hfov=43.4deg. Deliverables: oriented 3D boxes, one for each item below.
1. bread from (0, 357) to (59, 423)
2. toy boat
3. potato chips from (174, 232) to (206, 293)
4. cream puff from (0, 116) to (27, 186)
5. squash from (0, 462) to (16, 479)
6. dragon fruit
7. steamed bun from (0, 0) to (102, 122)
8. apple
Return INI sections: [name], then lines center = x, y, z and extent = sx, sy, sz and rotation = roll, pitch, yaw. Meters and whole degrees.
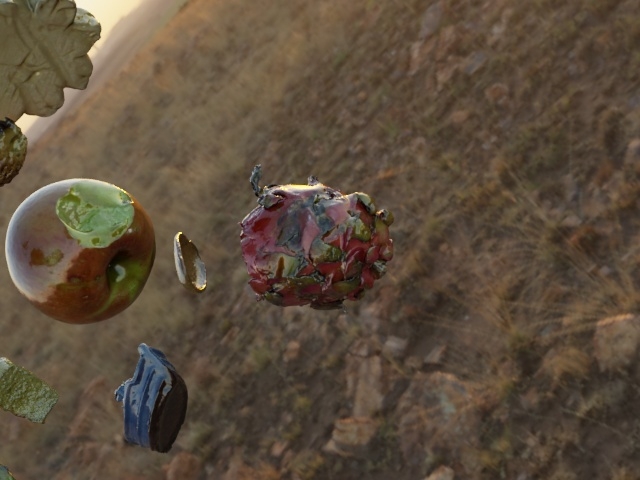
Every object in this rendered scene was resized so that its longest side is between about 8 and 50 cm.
[bread]
center = -0.615, 0.304, 1.635
extent = 0.086, 0.156, 0.125
rotation = -55, 27, -14
[toy boat]
center = -0.348, 0.315, 1.601
extent = 0.129, 0.142, 0.309
rotation = -43, -25, -43
[potato chips]
center = -0.345, 0.063, 2.080
extent = 0.049, 0.150, 0.201
rotation = -20, 37, 7
[cream puff]
center = -0.542, -0.138, 1.320
extent = 0.119, 0.104, 0.133
rotation = -26, 9, 44
[squash]
center = -0.721, 0.612, 1.643
extent = 0.289, 0.111, 0.203
rotation = -43, -20, -27
[dragon fruit]
center = 0.000, 0.000, 1.548
extent = 0.291, 0.250, 0.269
rotation = -13, 70, 11
[steamed bun]
center = -0.536, -0.325, 1.362
extent = 0.292, 0.137, 0.295
rotation = -13, -35, -45
[apple]
center = -0.556, 0.019, 1.853
extent = 0.339, 0.339, 0.339
rotation = -42, 21, 20
